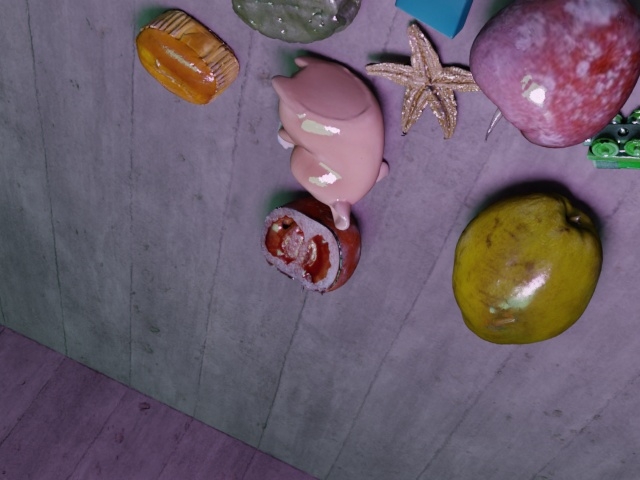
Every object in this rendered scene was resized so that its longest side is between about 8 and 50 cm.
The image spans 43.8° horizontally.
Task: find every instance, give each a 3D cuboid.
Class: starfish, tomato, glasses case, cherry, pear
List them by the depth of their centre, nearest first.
[{"bbox_3d":[0.200,-0.448,1.164,0.117,0.070,0.301,34,150,12],"label":"glasses case"},{"bbox_3d":[0.342,-0.255,1.194,0.236,0.213,0.285,22,124,-34],"label":"cherry"},{"bbox_3d":[0.197,-0.271,1.394,0.240,0.043,0.227,11,140,16],"label":"starfish"},{"bbox_3d":[0.378,0.056,1.484,0.269,0.269,0.321,30,128,-1],"label":"pear"},{"bbox_3d":[0.000,0.000,1.712,0.214,0.155,0.181,36,128,24],"label":"tomato"}]

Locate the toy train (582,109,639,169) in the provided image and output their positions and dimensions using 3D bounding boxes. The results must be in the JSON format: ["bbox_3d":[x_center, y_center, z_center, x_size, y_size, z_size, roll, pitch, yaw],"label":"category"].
[{"bbox_3d":[0.555,-0.148,1.289,0.251,0.085,0.119,7,151,30],"label":"toy train"}]

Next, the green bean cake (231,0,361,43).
[{"bbox_3d":[-0.045,-0.442,1.298,0.222,0.125,0.227,12,143,21],"label":"green bean cake"}]

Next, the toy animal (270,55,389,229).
[{"bbox_3d":[0.014,-0.183,1.484,0.213,0.195,0.256,24,144,18],"label":"toy animal"}]

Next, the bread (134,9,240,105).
[{"bbox_3d":[-0.263,-0.349,1.539,0.190,0.114,0.132,40,142,-4],"label":"bread"}]
